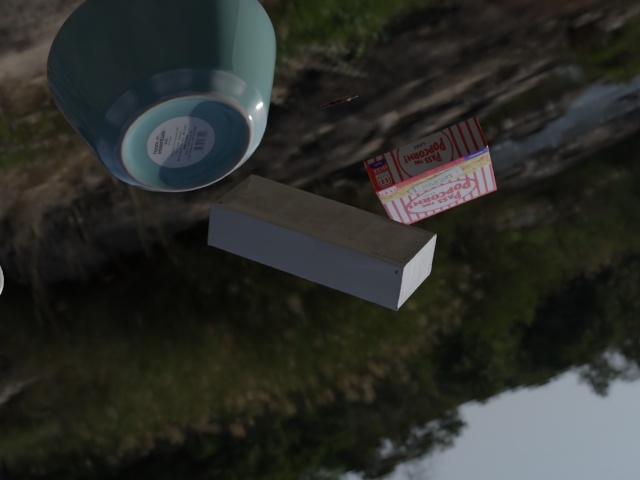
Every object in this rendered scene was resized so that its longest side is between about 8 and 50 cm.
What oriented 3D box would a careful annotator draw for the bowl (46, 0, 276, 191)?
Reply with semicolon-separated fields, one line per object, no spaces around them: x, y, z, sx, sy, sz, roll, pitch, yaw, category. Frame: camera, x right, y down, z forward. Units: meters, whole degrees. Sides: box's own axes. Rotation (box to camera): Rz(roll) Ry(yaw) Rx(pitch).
-0.190;-0.182;1.677;0.311;0.163;0.312;-12;141;-10;bowl

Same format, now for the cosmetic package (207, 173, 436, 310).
0.000;0.000;1.443;0.239;0.061;0.099;19;-151;20;cosmetic package

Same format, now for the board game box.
0.143;-0.082;1.620;0.146;0.045;0.193;-22;164;6;board game box

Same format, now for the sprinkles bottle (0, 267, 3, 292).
-0.676;0.132;2.207;0.121;0.121;0.355;-16;164;-47;sprinkles bottle

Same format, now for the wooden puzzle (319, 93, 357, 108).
0.030;-0.233;2.137;0.049;0.006;0.083;-23;-172;-23;wooden puzzle
